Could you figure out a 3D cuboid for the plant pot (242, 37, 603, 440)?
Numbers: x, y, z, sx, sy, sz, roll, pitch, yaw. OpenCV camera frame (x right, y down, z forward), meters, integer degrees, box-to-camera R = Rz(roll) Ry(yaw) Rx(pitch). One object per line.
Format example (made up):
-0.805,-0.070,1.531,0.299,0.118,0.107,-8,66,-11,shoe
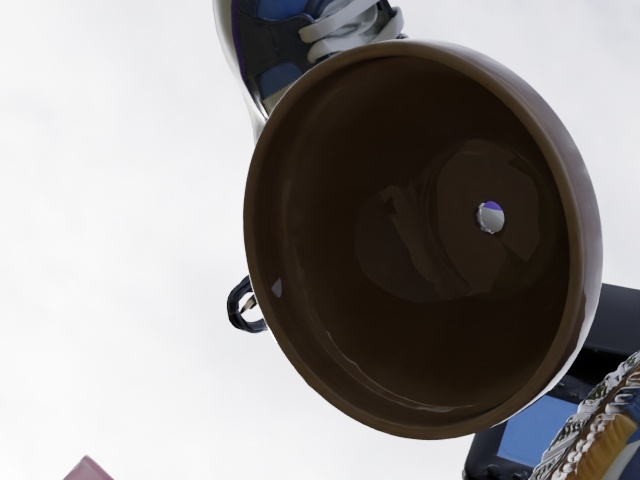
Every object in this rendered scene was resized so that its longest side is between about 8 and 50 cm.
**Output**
0.078,-0.006,1.199,0.237,0.110,0.237,8,-77,36,plant pot

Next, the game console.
0.211,0.127,1.656,0.213,0.361,0.044,10,-62,11,game console

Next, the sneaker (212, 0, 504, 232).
0.055,-0.086,1.378,0.236,0.130,0.323,25,-46,39,sneaker

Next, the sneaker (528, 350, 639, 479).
0.163,0.190,1.107,0.131,0.296,0.112,33,-5,0,sneaker

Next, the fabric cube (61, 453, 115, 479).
-0.153,0.356,1.485,0.254,0.258,0.259,46,-9,-18,fabric cube

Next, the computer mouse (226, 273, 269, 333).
0.000,0.000,1.704,0.041,0.242,0.071,-4,-55,41,computer mouse
